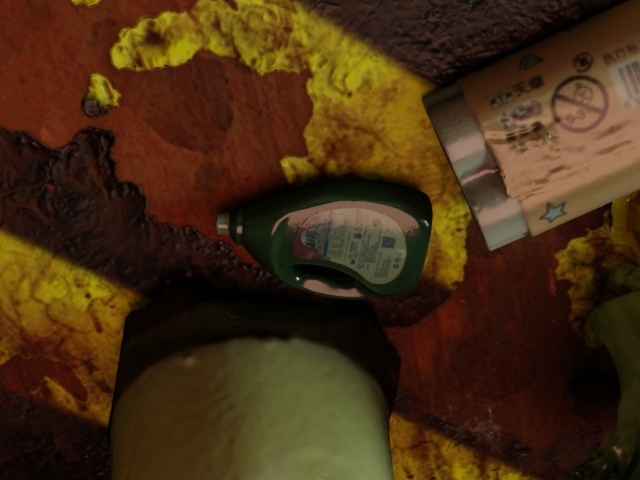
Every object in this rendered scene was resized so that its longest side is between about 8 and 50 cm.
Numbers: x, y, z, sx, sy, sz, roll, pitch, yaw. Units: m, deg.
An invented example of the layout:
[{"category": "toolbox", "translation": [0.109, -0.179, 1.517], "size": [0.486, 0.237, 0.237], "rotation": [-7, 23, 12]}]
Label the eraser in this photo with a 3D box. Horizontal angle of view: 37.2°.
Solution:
[{"category": "eraser", "translation": [0.260, -0.118, 0.889], "size": [0.290, 0.087, 0.171], "rotation": [-25, 100, 8]}]

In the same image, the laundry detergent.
[{"category": "laundry detergent", "translation": [0.000, 0.000, 0.958], "size": [0.210, 0.063, 0.137], "rotation": [3, 126, -7]}]

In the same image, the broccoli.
[{"category": "broccoli", "translation": [0.405, 0.168, 0.949], "size": [0.334, 0.272, 0.324], "rotation": [-9, 173, -41]}]

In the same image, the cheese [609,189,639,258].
[{"category": "cheese", "translation": [0.429, -0.041, 0.969], "size": [0.270, 0.069, 0.177], "rotation": [-7, 121, -1]}]

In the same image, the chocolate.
[{"category": "chocolate", "translation": [-0.060, 0.256, 0.973], "size": [0.314, 0.297, 0.326], "rotation": [8, 118, -16]}]
